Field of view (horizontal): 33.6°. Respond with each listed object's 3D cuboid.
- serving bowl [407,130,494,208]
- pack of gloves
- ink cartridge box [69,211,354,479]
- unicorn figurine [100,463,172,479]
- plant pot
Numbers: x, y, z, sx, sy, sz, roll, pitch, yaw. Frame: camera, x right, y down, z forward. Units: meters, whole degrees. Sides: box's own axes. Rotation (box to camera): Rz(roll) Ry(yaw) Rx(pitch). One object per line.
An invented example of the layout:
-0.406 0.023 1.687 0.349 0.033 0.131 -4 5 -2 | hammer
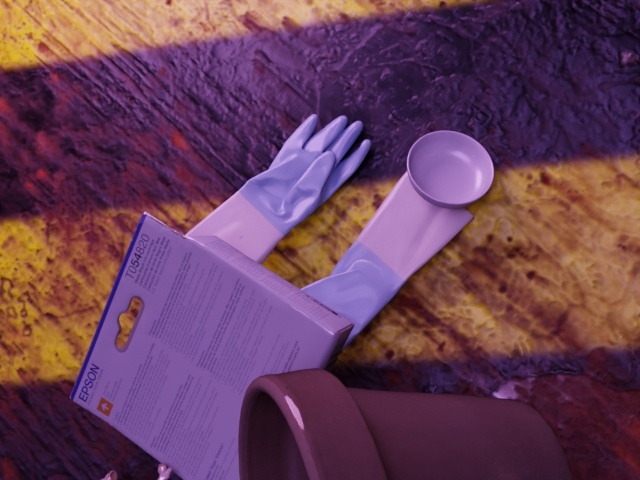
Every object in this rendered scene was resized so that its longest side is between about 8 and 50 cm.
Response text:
0.121 -0.063 1.008 0.083 0.027 0.083 3 59 -4 | serving bowl
0.000 0.000 1.041 0.232 0.046 0.195 -45 72 -7 | pack of gloves
-0.108 0.116 1.002 0.224 0.045 0.223 32 110 17 | ink cartridge box
-0.198 0.266 0.994 0.060 0.111 0.162 47 129 -8 | unicorn figurine
0.076 0.223 0.859 0.229 0.263 0.263 -7 75 -17 | plant pot
